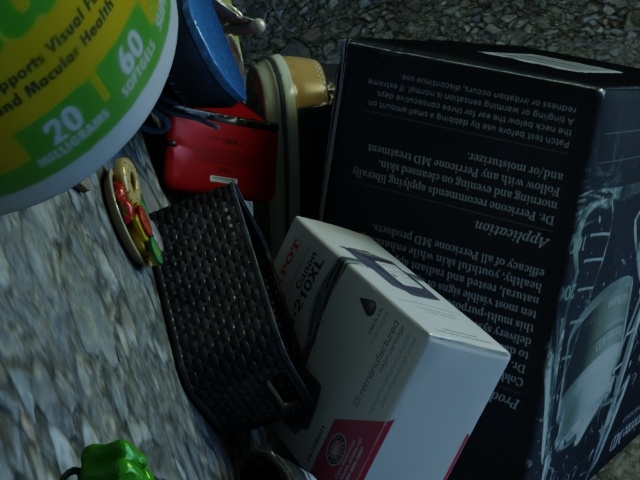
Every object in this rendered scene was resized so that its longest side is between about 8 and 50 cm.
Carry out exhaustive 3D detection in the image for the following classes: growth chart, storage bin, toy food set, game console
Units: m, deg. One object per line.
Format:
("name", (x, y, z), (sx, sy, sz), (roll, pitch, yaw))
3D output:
("growth chart", (-0.163, -0.292, 1.223), (0.237, 0.021, 0.172), (35, -3, -29))
("storage bin", (-0.075, 0.058, 0.931), (0.122, 0.084, 0.180), (67, 4, -56))
("toy food set", (-0.141, -0.018, 0.849), (0.083, 0.020, 0.083), (-107, 176, -64))
("game console", (-0.123, -0.105, 1.164), (0.144, 0.085, 0.124), (6, 86, -42))

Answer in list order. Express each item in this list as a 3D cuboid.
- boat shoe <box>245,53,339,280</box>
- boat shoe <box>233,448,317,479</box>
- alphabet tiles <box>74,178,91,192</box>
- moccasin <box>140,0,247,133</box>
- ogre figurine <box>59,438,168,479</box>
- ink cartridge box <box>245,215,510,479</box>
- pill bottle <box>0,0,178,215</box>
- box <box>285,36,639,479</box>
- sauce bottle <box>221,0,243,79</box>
("boat shoe", (0.000, 0.000, 1.383), (0.187, 0.156, 0.500), (-117, -158, -52))
("boat shoe", (-0.026, 0.226, 0.781), (0.076, 0.080, 0.228), (45, 17, -24))
("alphabet tiles", (-0.203, -0.152, 0.723), (0.198, 0.009, 0.237), (61, 8, -76))
("moccasin", (-0.140, -0.163, 1.029), (0.342, 0.116, 0.138), (-117, -174, -79))
("ogre figurine", (-0.045, 0.181, 0.416), (0.197, 0.097, 0.118), (58, 9, 23))
("ink cartridge box", (0.031, 0.107, 0.988), (0.100, 0.172, 0.237), (16, 15, -35))
("pill bottle", (-0.139, -0.118, 0.300), (0.246, 0.136, 0.136), (65, 5, -61))
("box", (0.227, 0.023, 1.310), (0.480, 0.297, 0.472), (-14, 117, -57))
("sauce bottle", (-0.152, -0.225, 1.382), (0.344, 0.111, 0.111), (-101, 171, -52))
